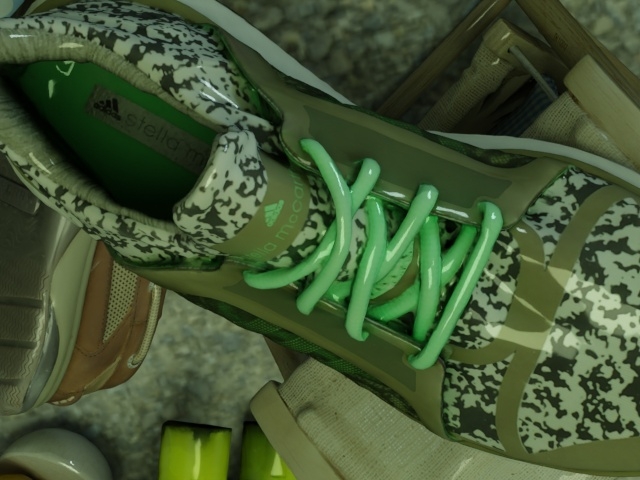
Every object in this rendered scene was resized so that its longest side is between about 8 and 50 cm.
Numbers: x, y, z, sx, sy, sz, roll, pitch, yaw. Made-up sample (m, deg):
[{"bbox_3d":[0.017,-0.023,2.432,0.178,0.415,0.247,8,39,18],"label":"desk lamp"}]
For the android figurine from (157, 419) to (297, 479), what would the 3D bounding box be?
[{"bbox_3d":[-0.058,0.245,1.091,0.056,0.248,0.272,2,85,33],"label":"android figurine"}]

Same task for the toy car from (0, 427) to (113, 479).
[{"bbox_3d":[-0.170,0.219,1.122,0.182,0.159,0.136,41,140,-20],"label":"toy car"}]

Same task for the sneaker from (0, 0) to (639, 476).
[{"bbox_3d":[0.000,0.000,0.807,0.410,0.182,0.158,23,100,14],"label":"sneaker"}]

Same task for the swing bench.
[{"bbox_3d":[0.093,0.018,0.980,0.165,0.254,0.253,38,105,-20],"label":"swing bench"}]

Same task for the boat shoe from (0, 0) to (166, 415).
[{"bbox_3d":[-0.117,-0.059,1.014,0.116,0.123,0.324,5,109,-45],"label":"boat shoe"}]

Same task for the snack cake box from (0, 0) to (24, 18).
[{"bbox_3d":[-0.234,-0.157,0.939,0.152,0.089,0.264,33,108,-33],"label":"snack cake box"}]
